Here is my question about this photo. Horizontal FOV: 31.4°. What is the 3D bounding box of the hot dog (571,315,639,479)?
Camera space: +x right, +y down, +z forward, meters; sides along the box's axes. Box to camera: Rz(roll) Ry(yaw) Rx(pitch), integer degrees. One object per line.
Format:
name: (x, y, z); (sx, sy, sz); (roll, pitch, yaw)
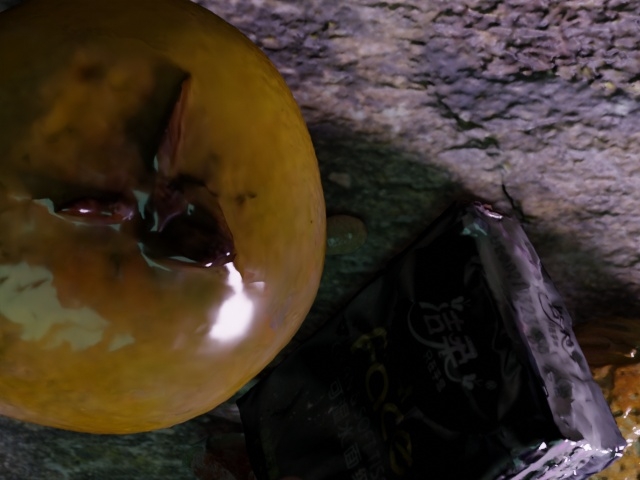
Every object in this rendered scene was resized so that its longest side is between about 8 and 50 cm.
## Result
hot dog: (0.261, 0.160, 1.002); (0.175, 0.114, 0.259); (25, 123, -2)

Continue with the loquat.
loquat: (-0.167, -0.017, 0.852); (0.328, 0.328, 0.359); (45, 163, -20)

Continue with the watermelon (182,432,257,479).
watermelon: (-0.038, 0.242, 1.105); (0.187, 0.139, 0.071); (24, 100, -16)

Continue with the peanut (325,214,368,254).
peanut: (0.000, 0.000, 0.982); (0.083, 0.037, 0.037); (-19, 119, 12)

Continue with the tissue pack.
tissue pack: (0.069, 0.148, 0.953); (0.123, 0.245, 0.332); (15, 134, -41)
